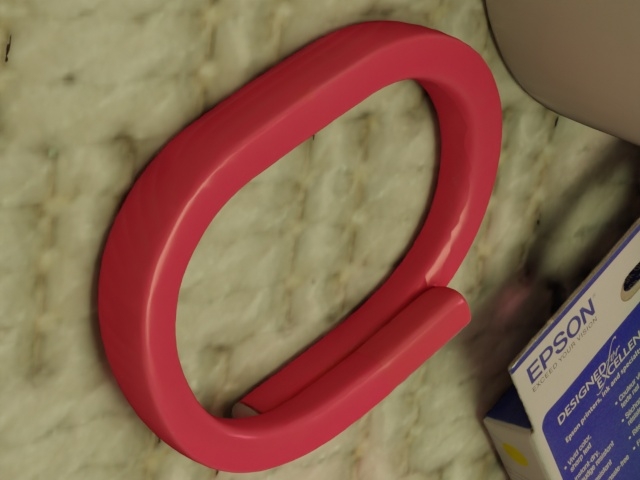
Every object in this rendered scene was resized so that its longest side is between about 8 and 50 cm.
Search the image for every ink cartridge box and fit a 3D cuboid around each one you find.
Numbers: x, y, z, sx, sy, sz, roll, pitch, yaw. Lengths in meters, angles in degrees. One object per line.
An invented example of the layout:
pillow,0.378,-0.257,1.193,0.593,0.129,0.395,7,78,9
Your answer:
ink cartridge box,0.245,0.075,1.190,0.303,0.072,0.307,-46,133,-21

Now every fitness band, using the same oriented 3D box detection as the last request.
fitness band,0.000,0.000,0.911,0.291,0.054,0.209,-38,129,-30

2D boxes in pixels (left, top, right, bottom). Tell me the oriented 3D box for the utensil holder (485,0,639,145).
utensil holder,0.332,-0.168,0.925,0.327,0.385,0.327,-23,124,-38
